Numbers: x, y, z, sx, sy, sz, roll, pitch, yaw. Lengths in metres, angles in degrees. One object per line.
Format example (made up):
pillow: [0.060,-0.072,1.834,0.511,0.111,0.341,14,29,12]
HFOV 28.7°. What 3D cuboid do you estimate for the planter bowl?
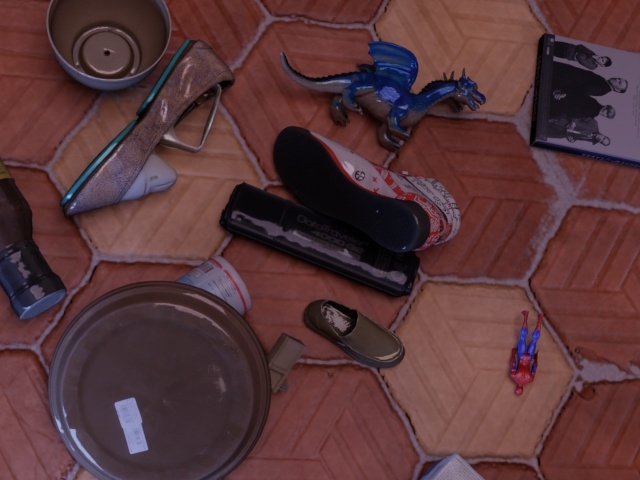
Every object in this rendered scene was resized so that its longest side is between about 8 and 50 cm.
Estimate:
planter bowl: [-0.287,-0.268,1.683,0.162,0.109,0.162,4,72,-11]

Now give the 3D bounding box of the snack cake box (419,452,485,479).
snack cake box: [0.209,0.420,1.597,0.264,0.089,0.152,44,68,3]

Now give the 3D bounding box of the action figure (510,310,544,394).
action figure: [0.284,0.157,1.723,0.038,0.030,0.115,13,76,-2]

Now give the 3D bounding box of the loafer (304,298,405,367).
loafer: [0.047,0.124,1.669,0.148,0.050,0.056,25,70,-4]

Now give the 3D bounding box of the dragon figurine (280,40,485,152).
dragon figurine: [0.085,-0.223,1.763,0.289,0.085,0.144,26,70,-4]

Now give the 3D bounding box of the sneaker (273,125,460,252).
sneaker: [0.067,-0.071,1.719,0.270,0.090,0.145,35,24,29]

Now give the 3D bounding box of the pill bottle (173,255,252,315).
pill bottle: [-0.175,0.095,1.610,0.160,0.087,0.087,-33,83,-18]

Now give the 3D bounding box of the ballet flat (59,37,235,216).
ballet flat: [-0.216,-0.134,1.665,0.106,0.107,0.316,38,70,-10]

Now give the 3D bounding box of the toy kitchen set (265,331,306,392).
toy kitchen set: [-0.054,0.151,1.617,0.068,0.083,0.075,29,97,-33]

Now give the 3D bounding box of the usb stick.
usb stick: [0.000,0.000,1.700,0.278,0.045,0.077,22,62,-5]

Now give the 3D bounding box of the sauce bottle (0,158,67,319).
sauce bottle: [-0.441,-0.059,1.585,0.111,0.111,0.344,-32,81,-19]

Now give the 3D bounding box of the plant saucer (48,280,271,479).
plant saucer: [-0.199,0.188,1.543,0.278,0.041,0.277,0,99,-3]

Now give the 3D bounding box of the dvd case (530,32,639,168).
dvd case: [0.435,-0.202,1.863,0.239,0.029,0.179,11,72,-9]
